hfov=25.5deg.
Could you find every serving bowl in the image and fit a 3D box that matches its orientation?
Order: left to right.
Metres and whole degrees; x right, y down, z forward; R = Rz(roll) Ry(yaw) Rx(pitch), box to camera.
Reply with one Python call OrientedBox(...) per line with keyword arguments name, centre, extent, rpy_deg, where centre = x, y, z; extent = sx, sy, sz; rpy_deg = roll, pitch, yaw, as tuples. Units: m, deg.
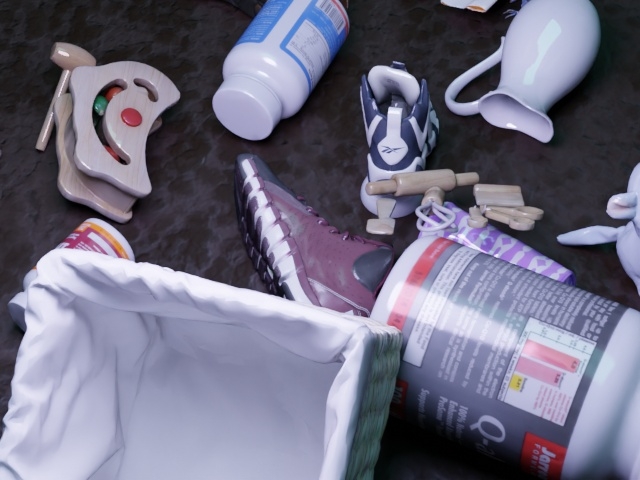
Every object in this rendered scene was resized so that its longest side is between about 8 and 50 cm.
OrientedBox(name="serving bowl", centre=(0.094, -0.069, 1.843), extent=(0.083, 0.027, 0.083), rpy_deg=(-1, 50, 1))

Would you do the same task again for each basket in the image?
OrientedBox(name="basket", centre=(-0.114, 0.196, 1.393), extent=(0.328, 0.266, 0.331), rpy_deg=(13, 93, 12))

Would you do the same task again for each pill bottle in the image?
OrientedBox(name="pill bottle", centre=(-0.304, 0.050, 1.721), extent=(0.086, 0.086, 0.152), rpy_deg=(29, 57, 23))
OrientedBox(name="pill bottle", centre=(-0.058, -0.244, 1.930), extent=(0.124, 0.124, 0.221), rpy_deg=(20, 54, 17))
OrientedBox(name="pill bottle", centre=(0.241, 0.147, 1.541), extent=(0.363, 0.210, 0.210), rpy_deg=(21, 54, 19))

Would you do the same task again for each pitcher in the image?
OrientedBox(name="pitcher", centre=(0.278, -0.244, 1.932), extent=(0.177, 0.125, 0.207), rpy_deg=(14, 62, 33))

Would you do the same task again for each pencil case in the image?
OrientedBox(name="pencil case", centre=(0.212, 0.033, 1.723), extent=(0.206, 0.086, 0.088), rpy_deg=(33, 85, 27))

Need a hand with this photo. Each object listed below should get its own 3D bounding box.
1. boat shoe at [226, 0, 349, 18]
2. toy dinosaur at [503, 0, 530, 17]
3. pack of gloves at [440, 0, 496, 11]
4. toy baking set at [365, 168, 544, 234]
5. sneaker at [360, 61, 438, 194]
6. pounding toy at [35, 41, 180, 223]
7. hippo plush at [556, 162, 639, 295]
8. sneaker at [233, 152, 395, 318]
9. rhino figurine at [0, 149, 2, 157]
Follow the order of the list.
OrientedBox(name="boat shoe", centre=(-0.101, -0.409, 2.072), extent=(0.324, 0.123, 0.120), rpy_deg=(22, 51, 18))
OrientedBox(name="toy dinosaur", centre=(0.300, -0.332, 2.059), extent=(0.090, 0.047, 0.082), rpy_deg=(33, 42, -14))
OrientedBox(name="pack of gloves", centre=(0.225, -0.433, 2.094), extent=(0.195, 0.046, 0.232), rpy_deg=(19, 52, 37))
OrientedBox(name="toy baking set", centre=(0.148, -0.048, 1.686), extent=(0.256, 0.030, 0.197), rpy_deg=(-5, 18, -24))
OrientedBox(name="sneaker", centre=(0.105, -0.181, 1.834), extent=(0.094, 0.153, 0.235), rpy_deg=(9, 37, 11))
OrientedBox(name="pounding toy", centre=(-0.284, -0.139, 1.889), extent=(0.154, 0.155, 0.270), rpy_deg=(9, 55, -28))
OrientedBox(name="hippo plush", centre=(0.448, -0.022, 1.635), extent=(0.234, 0.236, 0.294), rpy_deg=(-30, 56, -8))
OrientedBox(name="sneaker", centre=(0.000, 0.000, 1.755), extent=(0.162, 0.106, 0.281), rpy_deg=(-14, 61, -17))
OrientedBox(name="rhino figurine", centre=(-0.506, -0.215, 1.933), extent=(0.073, 0.106, 0.243), rpy_deg=(-22, 53, -16))
